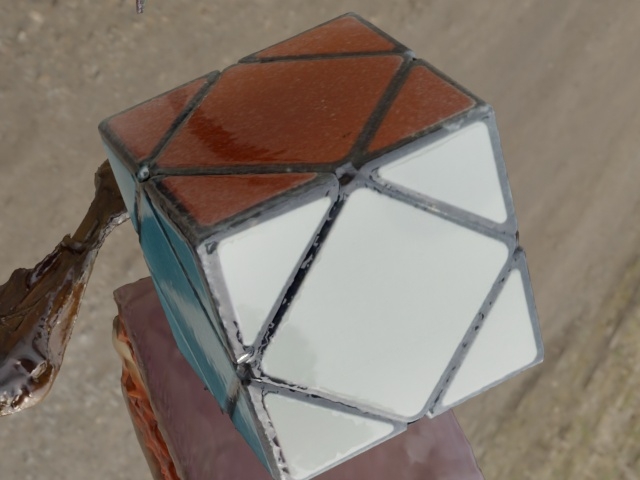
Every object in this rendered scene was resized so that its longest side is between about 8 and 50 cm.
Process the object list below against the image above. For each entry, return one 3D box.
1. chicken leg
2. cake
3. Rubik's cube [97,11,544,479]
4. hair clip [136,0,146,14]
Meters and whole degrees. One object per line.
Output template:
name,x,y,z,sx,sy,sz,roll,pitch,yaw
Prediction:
chicken leg,-0.237,0.041,1.328,0.304,0.113,0.093,-53,127,-10
cake,-0.025,0.159,1.206,0.230,0.309,0.237,-17,160,-17
Rubik's cube,0.000,0.000,0.961,0.207,0.205,0.205,-27,123,-14
hair clip,-0.107,-0.217,0.985,0.022,0.054,0.137,16,129,-20
